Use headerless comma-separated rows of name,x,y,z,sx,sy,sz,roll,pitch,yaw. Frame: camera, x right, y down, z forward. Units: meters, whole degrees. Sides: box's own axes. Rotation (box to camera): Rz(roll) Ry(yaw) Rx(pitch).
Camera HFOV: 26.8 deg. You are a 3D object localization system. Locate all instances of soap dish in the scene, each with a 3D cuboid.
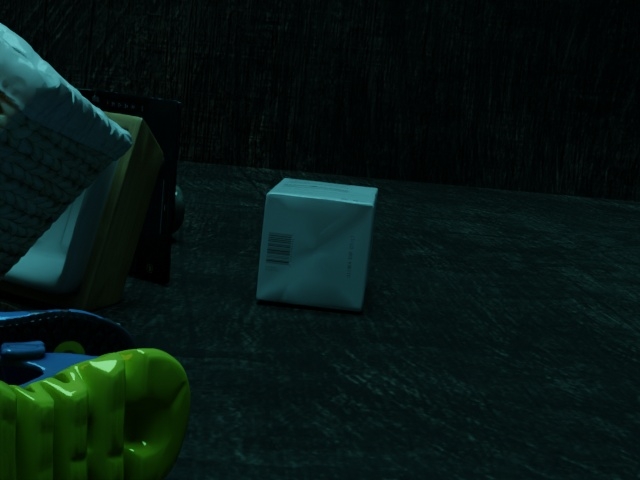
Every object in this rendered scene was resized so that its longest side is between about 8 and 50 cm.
soap dish,-0.329,-0.046,1.599,0.291,0.229,0.118,11,-7,37

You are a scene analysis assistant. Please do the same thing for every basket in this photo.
basket,-0.417,-0.128,1.337,0.328,0.266,0.331,40,-2,8

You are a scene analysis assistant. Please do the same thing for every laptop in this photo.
laptop,-0.319,-0.076,1.723,0.264,0.234,0.136,13,12,41

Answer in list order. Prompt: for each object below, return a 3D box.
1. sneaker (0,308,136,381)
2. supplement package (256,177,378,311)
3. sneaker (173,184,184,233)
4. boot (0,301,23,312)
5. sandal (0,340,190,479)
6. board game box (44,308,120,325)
sneaker,-0.268,0.090,1.177,0.209,0.069,0.082,1,5,-28
supplement package,0.000,0.000,1.744,0.134,0.139,0.244,7,7,3
sneaker,-0.305,-0.054,2.119,0.130,0.087,0.227,-2,8,-34
boot,-0.348,0.080,1.245,0.158,0.059,0.084,1,4,-24
sandal,-0.231,0.121,0.852,0.138,0.126,0.317,7,-1,35
board game box,-0.265,0.089,1.353,0.090,0.020,0.090,10,10,31
